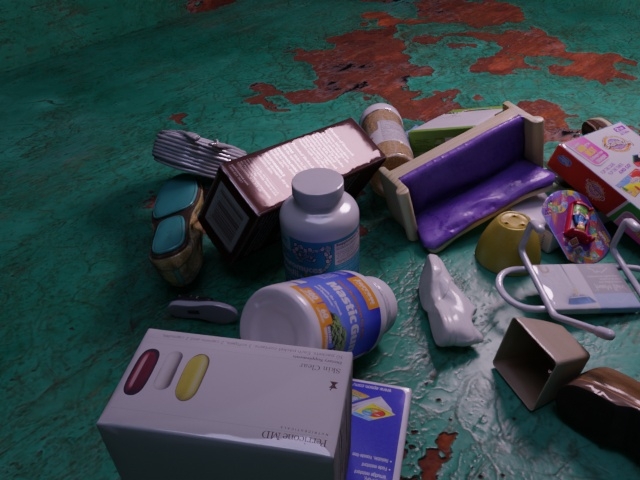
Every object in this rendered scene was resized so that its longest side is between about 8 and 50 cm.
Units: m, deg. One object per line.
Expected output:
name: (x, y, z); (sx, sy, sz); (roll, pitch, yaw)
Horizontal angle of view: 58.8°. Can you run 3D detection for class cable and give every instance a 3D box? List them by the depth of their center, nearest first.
cable: (-0.281, -0.201, 1.400); (0.257, 0.089, 0.257); (18, 4, 40)

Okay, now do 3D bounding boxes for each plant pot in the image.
plant pot: (0.365, 0.193, 0.924); (0.096, 0.108, 0.109); (-4, 36, -23)
plant pot: (0.395, -0.004, 1.180); (0.135, 0.095, 0.134); (-2, 37, 1)

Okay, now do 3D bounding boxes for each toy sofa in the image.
toy sofa: (0.328, -0.142, 1.253); (0.363, 0.150, 0.177); (-28, 43, -7)

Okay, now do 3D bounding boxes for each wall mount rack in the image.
wall mount rack: (0.511, 0.085, 1.008); (0.351, 0.130, 0.304); (-1, 43, -8)

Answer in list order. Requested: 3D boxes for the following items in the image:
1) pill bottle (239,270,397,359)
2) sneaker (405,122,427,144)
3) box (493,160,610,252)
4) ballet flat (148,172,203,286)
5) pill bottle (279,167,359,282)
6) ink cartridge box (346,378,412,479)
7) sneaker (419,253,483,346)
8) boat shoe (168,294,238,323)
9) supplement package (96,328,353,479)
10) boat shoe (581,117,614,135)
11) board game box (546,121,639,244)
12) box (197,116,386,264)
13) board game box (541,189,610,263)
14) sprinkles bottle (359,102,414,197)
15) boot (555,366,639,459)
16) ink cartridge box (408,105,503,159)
pill bottle: (0.013, 0.129, 0.929); (0.152, 0.152, 0.272); (26, 20, 32)
sneaker: (0.298, -0.319, 1.629); (0.162, 0.063, 0.073); (-25, 39, -27)
box: (0.497, -0.110, 1.344); (0.233, 0.058, 0.322); (-23, 43, -23)
ballet flat: (-0.306, -0.023, 1.243); (0.123, 0.123, 0.348); (-7, 34, -5)
pill bottle: (0.000, 0.000, 1.063); (0.147, 0.263, 0.146); (-2, 37, 2)
ink cartridge box: (-0.039, 0.322, 0.811); (0.304, 0.072, 0.307); (8, 41, 12)
sneaker: (0.246, 0.114, 1.067); (0.094, 0.080, 0.212); (5, 43, -9)
boat shoe: (-0.223, 0.126, 1.093); (0.142, 0.049, 0.040); (4, 37, 13)
supplement package: (-0.099, 0.240, 0.699); (0.262, 0.203, 0.145); (5, 39, 8)
boat shoe: (0.725, -0.239, 1.471); (0.095, 0.095, 0.257); (-9, 38, 2)
board game box: (0.703, -0.123, 1.256); (0.242, 0.064, 0.316); (-20, 57, -28)
box: (-0.056, -0.115, 1.218); (0.382, 0.191, 0.143); (-26, 73, -39)
board game box: (0.546, -0.036, 1.186); (0.133, 0.033, 0.168); (-20, 77, -22)
sprinkles bottle: (0.170, -0.240, 1.463); (0.122, 0.121, 0.355); (-2, 32, 1)
boot: (0.505, 0.276, 0.805); (0.115, 0.112, 0.305); (-19, 37, -37)
ink cartridge box: (0.383, -0.283, 1.511); (0.189, 0.096, 0.255); (5, 26, 41)
